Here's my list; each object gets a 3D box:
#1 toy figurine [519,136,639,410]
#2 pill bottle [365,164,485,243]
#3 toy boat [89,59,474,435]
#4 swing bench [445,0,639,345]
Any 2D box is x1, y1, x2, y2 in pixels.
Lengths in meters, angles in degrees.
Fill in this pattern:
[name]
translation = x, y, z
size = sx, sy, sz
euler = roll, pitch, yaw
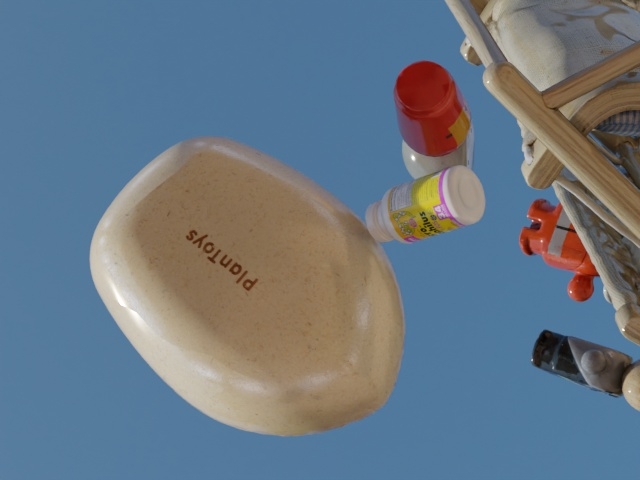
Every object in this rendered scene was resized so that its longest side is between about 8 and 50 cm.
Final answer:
[toy figurine]
translation = 0.286, 0.028, 1.549
size = 0.213, 0.148, 0.209
euler = -37, -49, -41
[pill bottle]
translation = 0.073, -0.023, 1.276
size = 0.043, 0.083, 0.043
euler = 22, -120, -43
[toy boat]
translation = 0.000, 0.000, 1.362
size = 0.318, 0.267, 0.148
euler = -43, -23, -6
[swing bench]
translation = 0.197, -0.074, 1.084
size = 0.165, 0.253, 0.254
euler = -27, -65, 6
